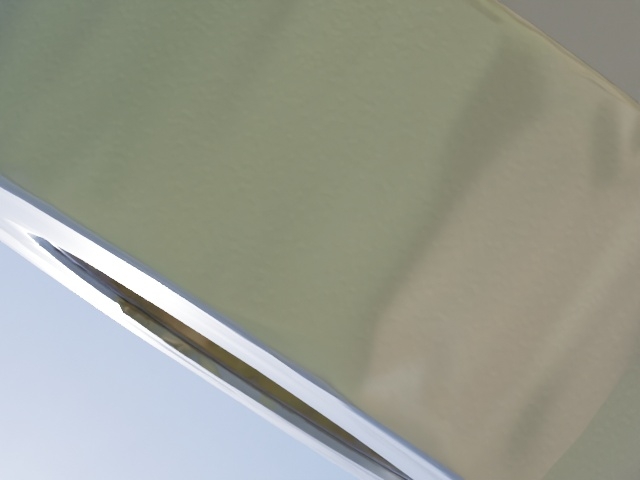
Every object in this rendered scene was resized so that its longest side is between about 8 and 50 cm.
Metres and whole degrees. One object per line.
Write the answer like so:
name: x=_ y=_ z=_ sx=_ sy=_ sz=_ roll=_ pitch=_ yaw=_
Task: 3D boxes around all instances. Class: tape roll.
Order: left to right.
tape roll: x=0.000 y=0.000 z=0.519 sx=0.286 sy=0.286 sz=0.100 roll=32 pitch=-98 yaw=5

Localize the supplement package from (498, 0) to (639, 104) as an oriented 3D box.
supplement package: x=0.096 y=-0.144 z=0.698 sx=0.293 sy=0.178 sz=0.175 roll=21 pitch=-159 yaw=-13
